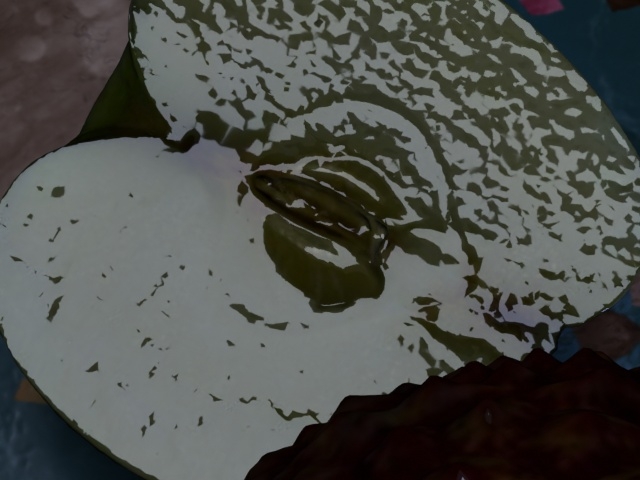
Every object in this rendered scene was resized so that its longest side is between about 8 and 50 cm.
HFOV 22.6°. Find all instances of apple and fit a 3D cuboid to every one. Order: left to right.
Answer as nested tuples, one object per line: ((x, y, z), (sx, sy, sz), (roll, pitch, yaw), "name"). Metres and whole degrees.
((0.000, 0.000, 1.006), (0.360, 0.320, 0.311), (30, 29, 5), "apple")

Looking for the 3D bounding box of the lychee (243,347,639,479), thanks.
((0.090, 0.269, 0.744), (0.500, 0.424, 0.424), (-26, 69, -12), "lychee")
